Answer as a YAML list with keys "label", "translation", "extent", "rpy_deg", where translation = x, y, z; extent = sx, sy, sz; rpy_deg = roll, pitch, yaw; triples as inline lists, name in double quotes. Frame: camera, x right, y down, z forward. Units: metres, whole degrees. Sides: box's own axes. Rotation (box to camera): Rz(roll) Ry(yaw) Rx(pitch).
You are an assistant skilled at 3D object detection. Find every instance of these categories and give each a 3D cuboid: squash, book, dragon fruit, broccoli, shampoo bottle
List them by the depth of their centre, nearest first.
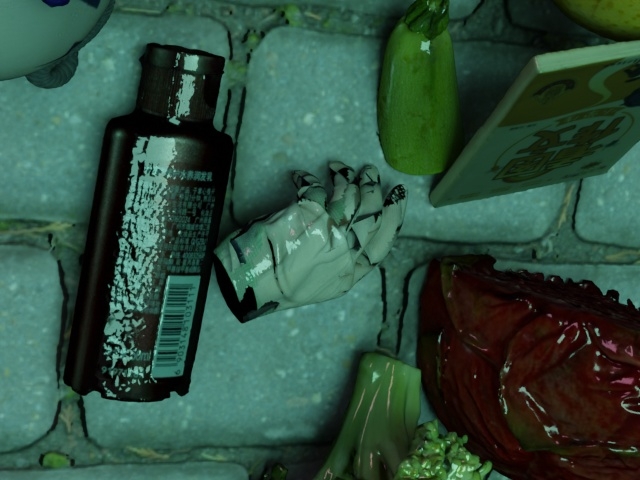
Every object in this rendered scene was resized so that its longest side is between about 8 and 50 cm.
- label: "shampoo bottle"
  translation: [-0.152, -0.016, 1.194]
  extent: [0.129, 0.084, 0.323]
  rpy_deg: [4, 103, -28]
- label: "book"
  translation: [0.240, -0.111, 1.224]
  extent: [0.208, 0.295, 0.020]
  rpy_deg: [-12, 72, -17]
- label: "squash"
  translation: [0.097, -0.164, 1.251]
  extent: [0.090, 0.075, 0.200]
  rpy_deg: [-4, 130, -1]
- label: "broccoli"
  translation: [0.049, 0.233, 1.291]
  extent: [0.247, 0.263, 0.243]
  rpy_deg: [5, 73, 8]
- label: "dragon fruit"
  translation: [0.261, 0.112, 1.292]
  extent: [0.302, 0.330, 0.240]
  rpy_deg: [44, 66, -23]

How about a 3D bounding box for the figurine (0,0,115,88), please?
- label: "figurine"
  translation: [-0.235, -0.223, 0.938]
  extent: [0.186, 0.382, 0.261]
  rpy_deg: [5, 103, -9]

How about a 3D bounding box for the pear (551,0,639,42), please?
- label: "pear"
  translation: [0.330, -0.323, 1.179]
  extent: [0.314, 0.314, 0.314]
  rpy_deg: [-6, 107, -19]

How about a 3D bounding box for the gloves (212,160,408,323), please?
- label: "gloves"
  translation: [0.003, 0.001, 1.236]
  extent: [0.212, 0.111, 0.127]
  rpy_deg: [-25, 114, -16]
